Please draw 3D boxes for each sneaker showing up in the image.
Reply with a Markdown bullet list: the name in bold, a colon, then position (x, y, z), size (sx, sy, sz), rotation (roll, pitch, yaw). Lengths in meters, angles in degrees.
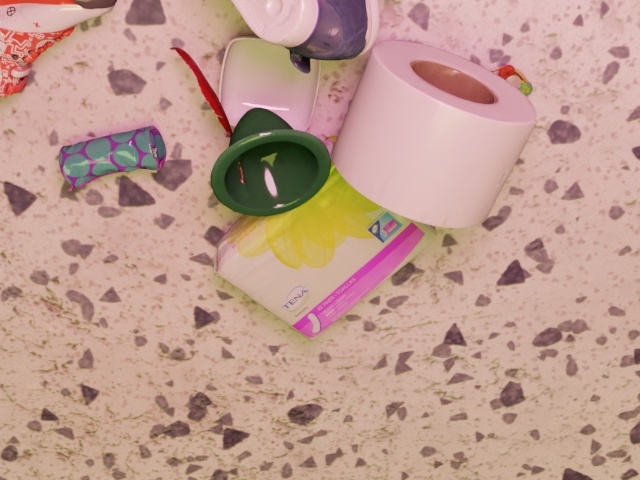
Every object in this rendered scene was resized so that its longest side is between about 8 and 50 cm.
- **sneaker**: position (-0.042, -0.372, 1.157), size (0.130, 0.236, 0.323), rotation (-39, 73, 30)
- **sneaker**: position (-0.401, -0.279, 1.208), size (0.269, 0.090, 0.145), rotation (-5, 126, -1)

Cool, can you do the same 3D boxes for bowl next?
- **bowl**: position (-0.075, -0.231, 1.277), size (0.142, 0.053, 0.142), rotation (7, 121, -9)

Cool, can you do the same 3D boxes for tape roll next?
- **tape roll**: position (0.155, -0.152, 1.229), size (0.246, 0.246, 0.169), rotation (16, 120, -13)

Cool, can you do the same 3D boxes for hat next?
- **hat**: position (-0.092, -0.166, 1.264), size (0.172, 0.184, 0.208), rotation (-17, 146, -2)

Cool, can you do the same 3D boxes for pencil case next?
- **pencil case**: position (-0.312, -0.124, 1.320), size (0.151, 0.064, 0.070), rotation (-12, 97, 4)

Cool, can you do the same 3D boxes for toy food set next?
- **toy food set**: position (0.275, -0.224, 1.323), size (0.083, 0.020, 0.083), rotation (23, 117, -16)

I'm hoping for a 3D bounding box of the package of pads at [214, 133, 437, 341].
- **package of pads**: position (0.000, 0.000, 1.396), size (0.229, 0.101, 0.296), rotation (38, 112, -24)
